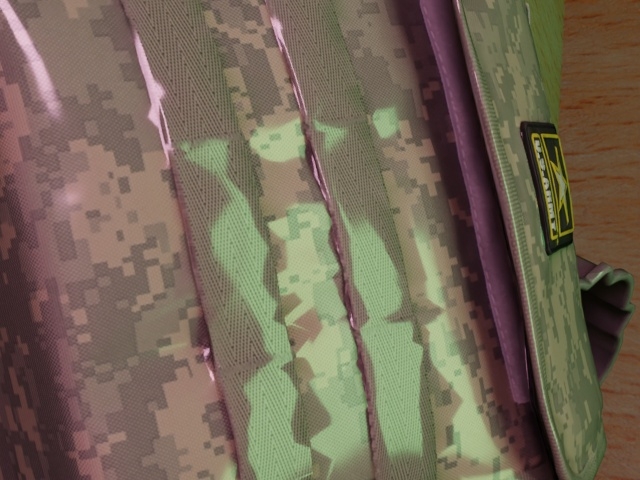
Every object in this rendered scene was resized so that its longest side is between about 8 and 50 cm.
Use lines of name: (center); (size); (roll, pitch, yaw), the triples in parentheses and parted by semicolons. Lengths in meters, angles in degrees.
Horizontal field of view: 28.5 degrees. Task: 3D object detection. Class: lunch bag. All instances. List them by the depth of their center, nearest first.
lunch bag: (0.000, 0.000, 0.498); (0.287, 0.169, 0.235); (-13, 91, -34)

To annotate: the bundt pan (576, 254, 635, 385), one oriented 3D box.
bundt pan: (0.086, 0.123, 0.941); (0.331, 0.124, 0.331); (-38, 151, -26)
